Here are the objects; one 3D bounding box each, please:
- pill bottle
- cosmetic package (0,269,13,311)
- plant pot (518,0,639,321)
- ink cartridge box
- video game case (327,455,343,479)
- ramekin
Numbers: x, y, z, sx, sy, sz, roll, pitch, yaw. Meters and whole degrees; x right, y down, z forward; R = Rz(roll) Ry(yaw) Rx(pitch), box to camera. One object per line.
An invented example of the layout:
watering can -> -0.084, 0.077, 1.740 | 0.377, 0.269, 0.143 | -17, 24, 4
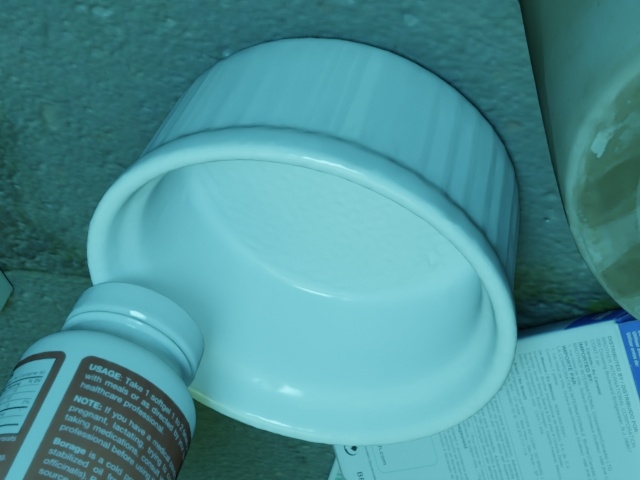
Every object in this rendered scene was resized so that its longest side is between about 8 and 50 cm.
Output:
pill bottle -> -0.147, 0.134, 0.757 | 0.121, 0.216, 0.121 | 11, 138, 10
cosmetic package -> -0.310, 0.016, 1.028 | 0.060, 0.041, 0.115 | -5, 133, 24
plant pot -> 0.215, -0.106, 0.523 | 0.323, 0.280, 0.323 | 10, 138, 9
ink cartridge box -> 0.155, 0.160, 0.923 | 0.311, 0.065, 0.186 | -16, 90, 36
video game case -> 0.079, 0.222, 1.117 | 0.143, 0.019, 0.157 | 18, 139, 3
ramekin -> 0.000, 0.000, 0.824 | 0.277, 0.135, 0.277 | 11, 138, 10
